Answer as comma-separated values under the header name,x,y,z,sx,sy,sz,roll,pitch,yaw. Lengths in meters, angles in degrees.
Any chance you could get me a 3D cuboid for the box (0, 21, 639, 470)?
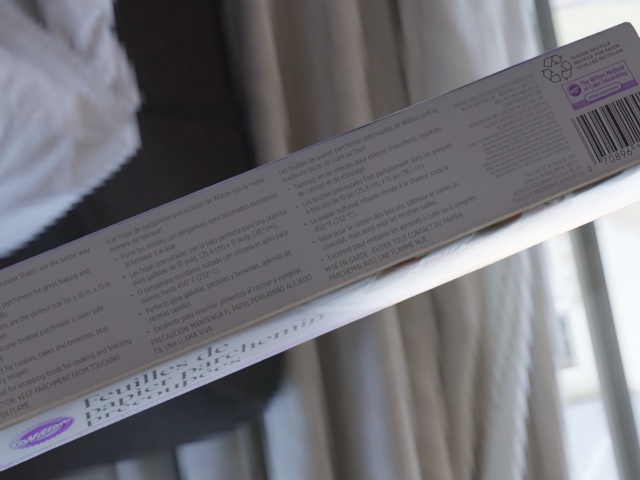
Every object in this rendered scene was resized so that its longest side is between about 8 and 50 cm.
name,x,y,z,sx,sy,sz,roll,pitch,yaw
box,0.000,0.000,0.844,0.324,0.067,0.063,-23,163,-12
